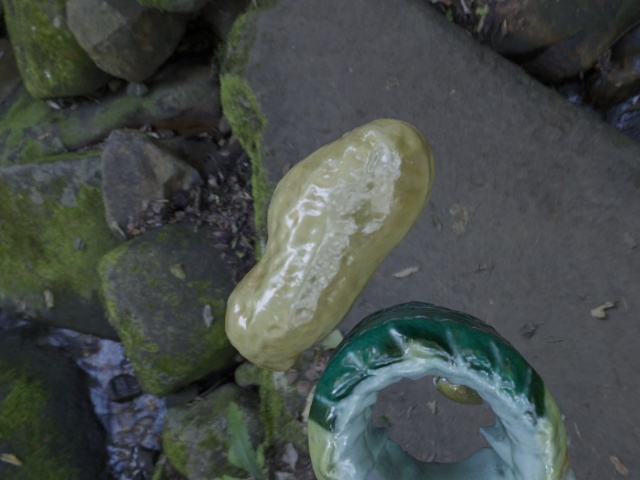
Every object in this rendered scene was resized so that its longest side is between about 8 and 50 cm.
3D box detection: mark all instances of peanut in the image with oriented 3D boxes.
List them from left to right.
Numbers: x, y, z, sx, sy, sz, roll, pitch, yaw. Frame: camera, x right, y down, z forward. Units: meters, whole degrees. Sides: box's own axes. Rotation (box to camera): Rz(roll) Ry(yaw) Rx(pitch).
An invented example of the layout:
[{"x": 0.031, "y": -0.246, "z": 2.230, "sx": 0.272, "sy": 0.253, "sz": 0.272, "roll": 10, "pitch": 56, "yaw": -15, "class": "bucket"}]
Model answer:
[{"x": 0.000, "y": 0.000, "z": 0.741, "sx": 0.148, "sy": 0.147, "sz": 0.318, "roll": 38, "pitch": 101, "yaw": 16, "class": "peanut"}]

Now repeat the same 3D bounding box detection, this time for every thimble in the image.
[{"x": 0.132, "y": 0.207, "z": 0.745, "sx": 0.288, "sy": 0.167, "sz": 0.254, "roll": 20, "pitch": 98, "yaw": 4, "class": "thimble"}]

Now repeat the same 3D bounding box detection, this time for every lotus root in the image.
[{"x": 0.292, "y": 0.266, "z": 1.307, "sx": 0.088, "sy": 0.192, "sz": 0.113, "roll": -32, "pitch": 51, "yaw": 39, "class": "lotus root"}]
